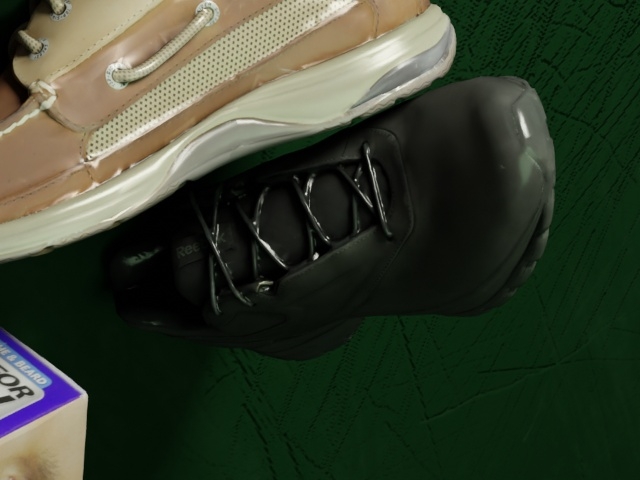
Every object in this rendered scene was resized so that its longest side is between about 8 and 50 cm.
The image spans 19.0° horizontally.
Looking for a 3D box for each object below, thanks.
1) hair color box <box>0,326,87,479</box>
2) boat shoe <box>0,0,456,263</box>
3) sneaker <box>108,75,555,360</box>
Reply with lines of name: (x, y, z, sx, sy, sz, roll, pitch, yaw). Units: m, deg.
hair color box: (-0.268, 0.179, 0.869, 0.339, 0.110, 0.185, -28, 138, -41)
boat shoe: (-0.094, -0.076, 0.886, 0.324, 0.123, 0.116, -25, 103, -23)
sneaker: (0.000, 0.000, 0.948, 0.130, 0.109, 0.286, 0, 159, -38)
